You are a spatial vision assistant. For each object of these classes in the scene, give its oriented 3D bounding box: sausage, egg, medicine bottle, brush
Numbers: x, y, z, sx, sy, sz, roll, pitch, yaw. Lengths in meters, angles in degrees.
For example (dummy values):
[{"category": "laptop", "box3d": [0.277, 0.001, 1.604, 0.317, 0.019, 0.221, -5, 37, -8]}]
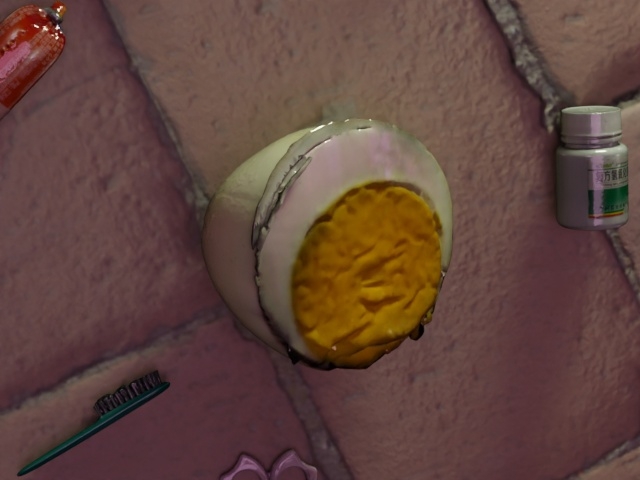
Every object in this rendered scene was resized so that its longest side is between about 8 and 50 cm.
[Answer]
[{"category": "sausage", "box3d": [-0.358, -0.143, 1.626, 0.274, 0.074, 0.074, -45, 106, 1]}, {"category": "egg", "box3d": [0.000, -0.005, 1.681, 0.286, 0.174, 0.264, 5, 98, -38]}, {"category": "medicine bottle", "box3d": [0.300, -0.081, 1.758, 0.080, 0.080, 0.130, -4, 103, -10]}, {"category": "brush", "box3d": [-0.252, 0.197, 1.735, 0.193, 0.043, 0.032, -30, 87, -2]}]

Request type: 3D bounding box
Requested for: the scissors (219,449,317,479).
[{"category": "scissors", "box3d": [-0.057, 0.341, 1.809, 0.110, 0.021, 0.212, -3, 101, -8]}]
